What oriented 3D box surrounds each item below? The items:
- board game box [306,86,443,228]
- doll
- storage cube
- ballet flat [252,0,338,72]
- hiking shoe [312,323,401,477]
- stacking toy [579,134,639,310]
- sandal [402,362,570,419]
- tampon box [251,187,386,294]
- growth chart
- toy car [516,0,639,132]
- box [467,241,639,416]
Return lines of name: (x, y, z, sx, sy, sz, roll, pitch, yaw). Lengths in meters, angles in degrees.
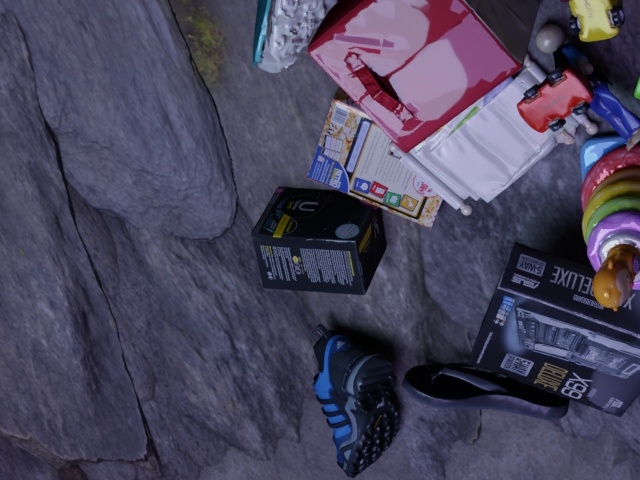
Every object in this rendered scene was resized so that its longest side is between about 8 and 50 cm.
board game box: (0.092, -0.115, 1.900, 0.193, 0.045, 0.147, 23, 131, 3)
doll: (0.337, -0.195, 1.709, 0.046, 0.129, 0.189, -41, 84, -4)
storage cube: (0.131, -0.260, 1.666, 0.193, 0.215, 0.183, -36, 107, 32)
ballet flat: (0.002, -0.393, 1.591, 0.147, 0.147, 0.409, 10, 104, 14)
hiking shoe: (0.051, 0.258, 2.192, 0.132, 0.113, 0.304, 39, 145, 31)
stacking toy: (0.387, -0.004, 1.694, 0.165, 0.302, 0.175, 1, 116, 22)
sandal: (0.253, 0.216, 2.073, 0.254, 0.097, 0.055, 6, 117, 6)
tampon box: (0.000, 0.000, 1.978, 0.161, 0.120, 0.101, 3, 128, 19)
growth chart: (0.223, -0.142, 1.804, 0.237, 0.021, 0.172, -36, 106, 21)
toy car: (0.361, -0.201, 1.586, 0.225, 0.053, 0.239, 25, 133, 16)
box: (0.348, 0.131, 1.891, 0.242, 0.077, 0.307, 20, 157, 6)
